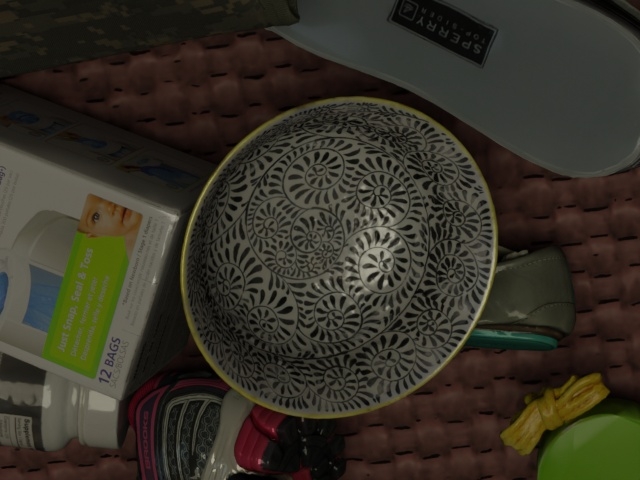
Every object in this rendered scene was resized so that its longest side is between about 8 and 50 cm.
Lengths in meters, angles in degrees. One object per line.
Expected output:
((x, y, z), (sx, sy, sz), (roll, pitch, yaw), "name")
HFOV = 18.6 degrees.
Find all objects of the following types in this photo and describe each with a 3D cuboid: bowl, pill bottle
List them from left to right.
((-0.177, 0.079, 1.121), (0.137, 0.078, 0.078), (7, 107, 3), "pill bottle")
((0.000, 0.000, 1.022), (0.170, 0.080, 0.170), (-5, 108, -17), "bowl")

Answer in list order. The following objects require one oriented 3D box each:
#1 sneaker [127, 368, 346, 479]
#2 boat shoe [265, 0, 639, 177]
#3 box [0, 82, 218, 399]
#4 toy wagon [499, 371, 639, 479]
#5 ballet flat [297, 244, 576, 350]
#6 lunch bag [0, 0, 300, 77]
((-0.063, 0.215, 1.146), (0.112, 0.121, 0.299), (20, 111, 30), "sneaker")
((0.063, -0.136, 1.016), (0.306, 0.105, 0.113), (29, 110, 22), "boat shoe")
((-0.166, -0.012, 1.062), (0.203, 0.103, 0.114), (22, 108, 10), "box")
((0.230, 0.208, 1.128), (0.267, 0.068, 0.344), (-36, 100, 14), "toy wagon")
((0.036, 0.029, 1.101), (0.213, 0.072, 0.068), (-1, 79, 5), "ballet flat")
((-0.146, -0.238, 0.962), (0.235, 0.169, 0.287), (-10, 71, 16), "lunch bag")
